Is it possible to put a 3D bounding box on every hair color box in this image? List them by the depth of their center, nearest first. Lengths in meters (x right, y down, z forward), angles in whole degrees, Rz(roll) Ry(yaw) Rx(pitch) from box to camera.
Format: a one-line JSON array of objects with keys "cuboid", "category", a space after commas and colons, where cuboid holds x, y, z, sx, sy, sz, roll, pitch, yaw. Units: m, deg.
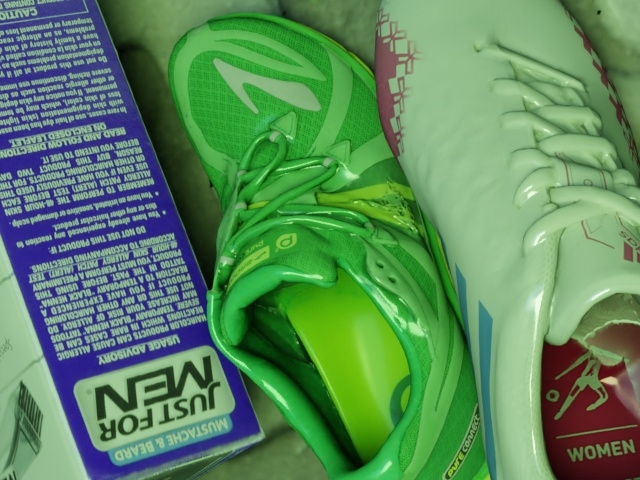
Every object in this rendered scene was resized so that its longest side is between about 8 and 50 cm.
[{"cuboid": [-0.167, -0.014, 0.876, 0.185, 0.110, 0.338, -37, 69, 54], "category": "hair color box"}]

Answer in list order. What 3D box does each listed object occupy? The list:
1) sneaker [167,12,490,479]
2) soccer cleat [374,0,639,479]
[{"cuboid": [0.000, 0.000, 0.809, 0.109, 0.123, 0.295, -37, 65, 22], "category": "sneaker"}, {"cuboid": [0.108, -0.007, 0.718, 0.116, 0.143, 0.331, -10, 69, -11], "category": "soccer cleat"}]
